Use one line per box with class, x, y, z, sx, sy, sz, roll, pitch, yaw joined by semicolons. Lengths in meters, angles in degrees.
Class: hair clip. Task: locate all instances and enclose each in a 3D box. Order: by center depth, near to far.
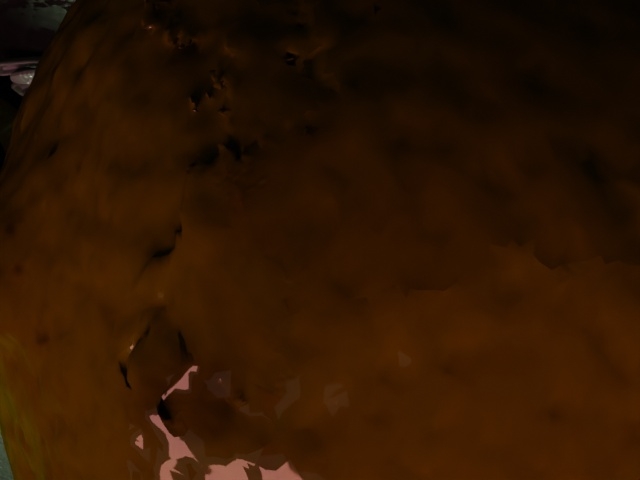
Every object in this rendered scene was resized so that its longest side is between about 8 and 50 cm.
hair clip;-0.151;-0.094;0.803;0.115;0.039;0.030;5;142;36

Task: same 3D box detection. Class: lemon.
lemon;0.049;0.027;0.543;0.387;0.349;0.350;1;162;-26

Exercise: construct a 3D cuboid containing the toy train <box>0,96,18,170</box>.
toy train;-0.299;-0.020;0.951;0.326;0.129;0.159;-8;141;47
